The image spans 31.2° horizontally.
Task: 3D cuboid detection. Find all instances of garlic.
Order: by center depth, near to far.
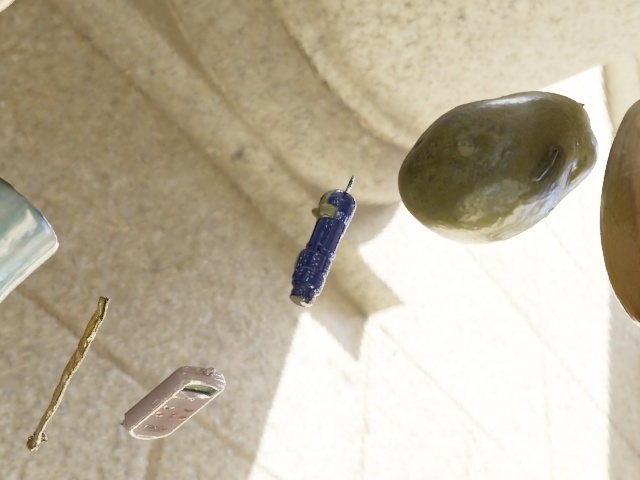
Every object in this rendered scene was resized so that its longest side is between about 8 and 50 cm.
[{"bbox_3d":[0.351,-0.030,1.154,0.164,0.145,0.245,-7,91,-72],"label":"garlic"}]

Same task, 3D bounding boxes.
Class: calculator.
[{"bbox_3d":[-0.218,0.240,1.708,0.100,0.175,0.032,19,37,-51],"label":"calculator"}]

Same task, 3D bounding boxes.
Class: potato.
[{"bbox_3d":[0.197,-0.085,1.268,0.178,0.235,0.160,57,-11,42],"label":"potato"}]

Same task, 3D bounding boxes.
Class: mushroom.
[{"bbox_3d":[-0.294,0.162,1.325,0.025,0.286,0.028,7,45,-29],"label":"mushroom"}]

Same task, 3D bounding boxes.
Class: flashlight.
[{"bbox_3d":[0.000,0.000,0.990,0.035,0.057,0.121,23,66,0],"label":"flashlight"}]

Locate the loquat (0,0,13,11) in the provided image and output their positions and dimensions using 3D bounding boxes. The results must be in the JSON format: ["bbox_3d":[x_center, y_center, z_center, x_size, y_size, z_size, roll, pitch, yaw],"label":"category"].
[{"bbox_3d":[-0.459,-0.376,1.350,0.263,0.263,0.263,38,41,-44],"label":"loquat"}]

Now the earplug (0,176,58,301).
[{"bbox_3d":[-0.376,0.087,0.941,0.185,0.185,0.324,45,63,-38],"label":"earplug"}]
